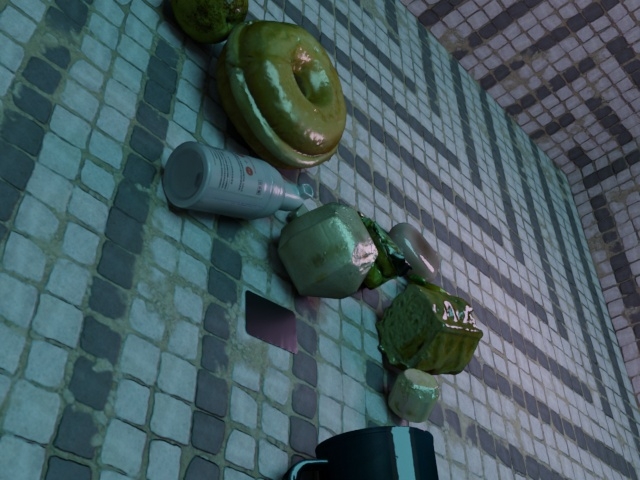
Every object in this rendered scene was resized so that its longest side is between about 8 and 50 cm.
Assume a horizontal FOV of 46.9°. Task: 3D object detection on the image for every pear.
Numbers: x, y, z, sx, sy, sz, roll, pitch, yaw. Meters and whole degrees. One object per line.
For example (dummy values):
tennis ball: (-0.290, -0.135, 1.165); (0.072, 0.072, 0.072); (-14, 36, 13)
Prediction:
pear: (-0.278, -0.598, 1.876); (0.197, 0.197, 0.197); (35, 39, -34)

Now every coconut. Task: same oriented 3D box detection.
coconut: (0.024, 0.032, 1.756); (0.241, 0.241, 0.241); (35, 39, -34)
coconut: (0.228, 0.391, 1.828); (0.116, 0.122, 0.116); (14, 22, -6)

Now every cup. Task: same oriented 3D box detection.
cup: (0.104, 0.529, 1.412); (0.308, 0.242, 0.292); (28, 45, -44)

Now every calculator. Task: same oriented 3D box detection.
calculator: (0.340, 0.167, 2.167); (0.235, 0.146, 0.032); (38, 76, -32)

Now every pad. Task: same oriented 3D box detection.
pad: (-0.108, 0.182, 1.638); (0.157, 0.003, 0.112); (30, 42, -38)

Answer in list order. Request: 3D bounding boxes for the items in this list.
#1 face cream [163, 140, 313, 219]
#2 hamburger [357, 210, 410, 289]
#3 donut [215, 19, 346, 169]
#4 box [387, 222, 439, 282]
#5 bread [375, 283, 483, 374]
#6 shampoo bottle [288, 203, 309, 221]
face cream: (-0.168, -0.117, 1.675); (0.369, 0.145, 0.145); (12, 54, -51)
hamburger: (0.129, 0.024, 1.941); (0.214, 0.125, 0.235); (54, -2, -2)
donut: (-0.092, -0.379, 1.931); (0.449, 0.198, 0.449); (36, 42, -41)
box: (0.279, 0.039, 2.220); (0.200, 0.088, 0.146); (50, 34, -15)
bread: (0.294, 0.243, 1.980); (0.252, 0.238, 0.196); (28, 2, -45)
shampoo bottle: (0.000, 0.000, 1.900); (0.212, 0.049, 0.072); (49, 31, -16)
